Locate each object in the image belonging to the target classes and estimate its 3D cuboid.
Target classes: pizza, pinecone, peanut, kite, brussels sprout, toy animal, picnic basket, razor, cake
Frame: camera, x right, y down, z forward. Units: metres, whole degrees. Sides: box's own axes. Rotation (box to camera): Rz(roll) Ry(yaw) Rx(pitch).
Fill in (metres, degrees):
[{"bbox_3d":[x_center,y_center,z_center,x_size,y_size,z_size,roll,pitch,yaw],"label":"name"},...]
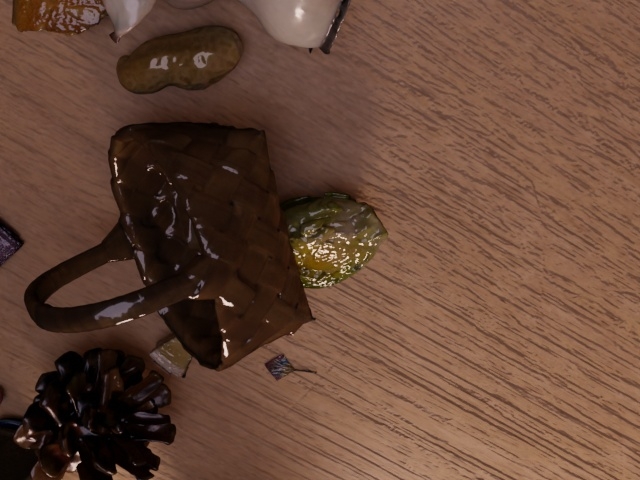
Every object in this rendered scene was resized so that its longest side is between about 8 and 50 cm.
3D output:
[{"bbox_3d":[-0.303,-0.338,1.027,0.161,0.062,0.182,19,104,2],"label":"pizza"},{"bbox_3d":[-0.322,0.269,1.172,0.201,0.202,0.229,11,112,29],"label":"pinecone"},{"bbox_3d":[-0.184,-0.231,1.052,0.174,0.080,0.080,-11,109,9],"label":"peanut"},{"bbox_3d":[-0.047,0.193,1.240,0.078,0.002,0.044,-12,109,7],"label":"kite"},{"bbox_3d":[0.001,-0.002,1.122,0.181,0.100,0.139,-23,118,8],"label":"brussels sprout"},{"bbox_3d":[-0.114,-0.334,0.934,0.309,0.247,0.183,12,127,-17],"label":"toy animal"},{"bbox_3d":[-0.215,0.027,1.007,0.337,0.293,0.338,-6,102,-32],"label":"picnic basket"},{"bbox_3d":[-0.440,0.306,1.279,0.154,0.044,0.028,22,79,-4],"label":"razor"},{"bbox_3d":[-0.199,0.140,1.198,0.065,0.052,0.121,32,106,-6],"label":"cake"}]

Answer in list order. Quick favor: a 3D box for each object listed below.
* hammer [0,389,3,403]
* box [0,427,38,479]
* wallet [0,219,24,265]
[{"bbox_3d":[-0.525,0.220,1.250,0.052,0.031,0.083,-6,99,1],"label":"hammer"},{"bbox_3d":[-0.513,0.445,1.247,0.184,0.143,0.273,10,112,14],"label":"box"},{"bbox_3d":[-0.527,0.019,1.172,0.166,0.030,0.111,-40,103,14],"label":"wallet"}]
